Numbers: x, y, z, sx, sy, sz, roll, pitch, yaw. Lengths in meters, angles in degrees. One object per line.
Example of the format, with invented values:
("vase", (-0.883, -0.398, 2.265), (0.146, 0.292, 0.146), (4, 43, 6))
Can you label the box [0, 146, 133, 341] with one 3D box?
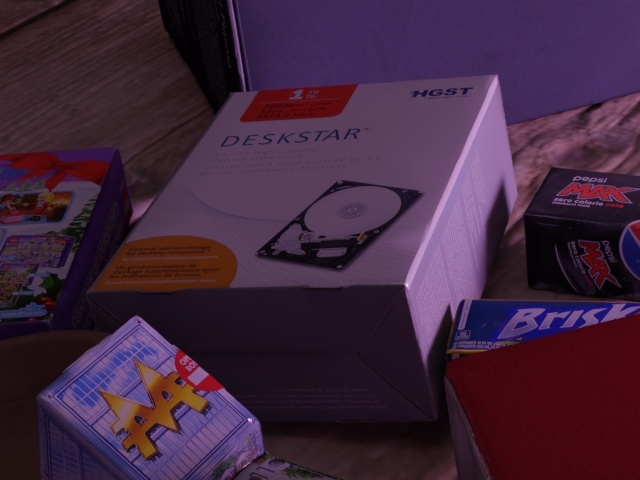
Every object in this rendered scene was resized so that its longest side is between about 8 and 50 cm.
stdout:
("box", (-0.278, 0.023, 0.957), (0.293, 0.057, 0.201), (-4, 32, 8))

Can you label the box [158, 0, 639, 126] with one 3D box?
("box", (0.061, -0.218, 1.149), (0.343, 0.179, 0.312), (-15, 31, -10))

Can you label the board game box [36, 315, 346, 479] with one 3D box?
("board game box", (-0.033, 0.133, 0.590), (0.194, 0.194, 0.060), (13, 37, 32))

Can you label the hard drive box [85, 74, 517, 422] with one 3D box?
("hard drive box", (0.000, 0.000, 0.884), (0.181, 0.089, 0.232), (-2, 31, 20))

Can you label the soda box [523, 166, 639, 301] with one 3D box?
("soda box", (0.204, 0.002, 0.880), (0.168, 0.053, 0.060), (7, 35, 24))

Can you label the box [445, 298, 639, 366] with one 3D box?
("box", (0.151, 0.068, 0.779), (0.168, 0.059, 0.054), (0, 28, 14))

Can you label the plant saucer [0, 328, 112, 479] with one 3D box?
("plant saucer", (-0.198, 0.132, 0.717), (0.277, 0.041, 0.278), (-21, 22, 9))

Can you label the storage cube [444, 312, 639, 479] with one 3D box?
("storage cube", (0.164, 0.142, 0.541), (0.193, 0.184, 0.215), (-13, 32, -4))
